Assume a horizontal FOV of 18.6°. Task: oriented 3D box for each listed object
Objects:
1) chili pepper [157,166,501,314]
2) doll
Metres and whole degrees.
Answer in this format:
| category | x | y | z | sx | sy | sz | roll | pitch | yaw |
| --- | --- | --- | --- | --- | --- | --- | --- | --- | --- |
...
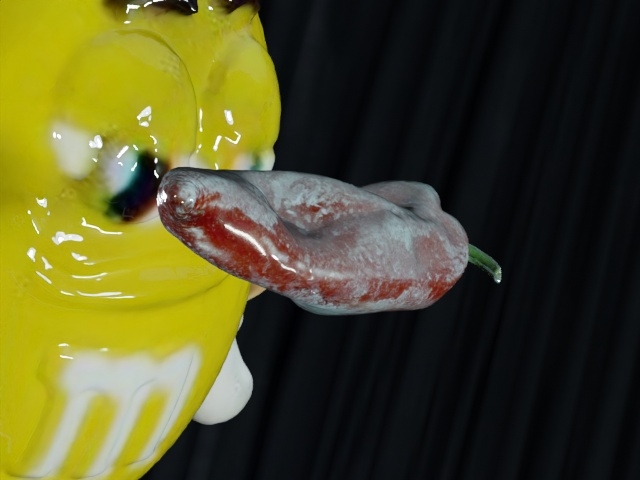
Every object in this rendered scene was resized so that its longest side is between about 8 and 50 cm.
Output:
| category | x | y | z | sx | sy | sz | roll | pitch | yaw |
| --- | --- | --- | --- | --- | --- | --- | --- | --- | --- |
| chili pepper | 0.000 | 0.001 | 0.569 | 0.050 | 0.041 | 0.153 | 5 | -178 | 37 |
| doll | -0.147 | 0.061 | 0.861 | 0.161 | 0.348 | 0.423 | 32 | 149 | 35 |
